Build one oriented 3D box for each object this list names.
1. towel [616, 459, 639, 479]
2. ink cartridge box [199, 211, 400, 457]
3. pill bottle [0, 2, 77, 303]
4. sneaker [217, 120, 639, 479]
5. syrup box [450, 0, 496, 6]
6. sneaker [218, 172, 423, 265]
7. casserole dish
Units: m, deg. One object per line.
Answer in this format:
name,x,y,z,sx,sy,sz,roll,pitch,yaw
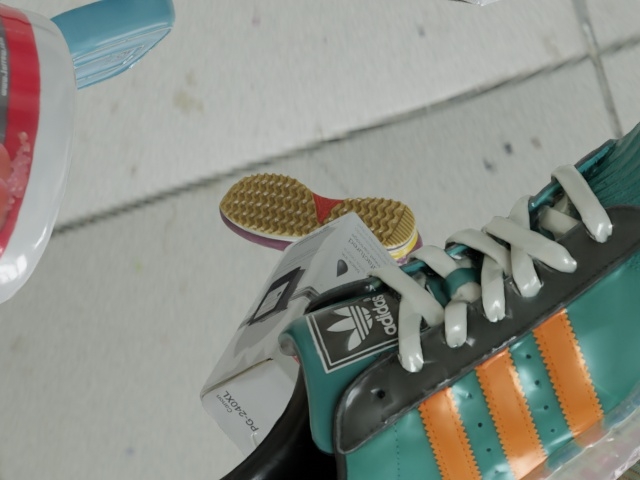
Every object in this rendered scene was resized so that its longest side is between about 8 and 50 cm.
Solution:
towel,0.239,0.173,1.371,0.040,0.370,0.272,3,97,-14
ink cartridge box,0.008,0.073,1.108,0.063,0.150,0.109,-29,110,35
pill bottle,-0.308,-0.071,1.029,0.318,0.176,0.176,11,111,-29
sneaker,0.058,0.048,0.766,0.121,0.108,0.302,32,107,-23
syrup box,0.173,-0.280,1.700,0.093,0.237,0.096,16,115,38
sneaker,0.000,0.000,1.634,0.185,0.070,0.084,14,146,25
casserole dish,-0.187,-0.153,1.536,0.114,0.188,0.037,-36,85,39
